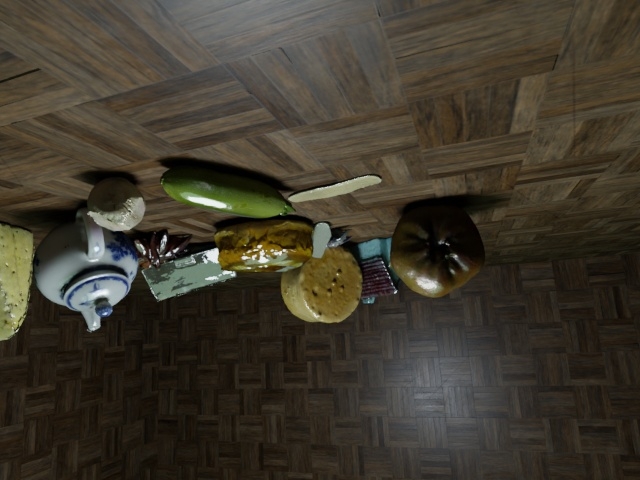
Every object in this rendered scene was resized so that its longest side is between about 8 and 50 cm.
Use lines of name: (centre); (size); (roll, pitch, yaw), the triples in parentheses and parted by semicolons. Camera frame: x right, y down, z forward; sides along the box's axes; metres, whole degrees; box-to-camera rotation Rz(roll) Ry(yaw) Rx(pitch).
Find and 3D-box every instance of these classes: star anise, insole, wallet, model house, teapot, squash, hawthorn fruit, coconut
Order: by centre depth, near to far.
coconut: (-0.424, -0.070, 0.899); (0.110, 0.110, 0.124); (-1, 165, -12)
squash: (-0.170, -0.096, 0.916); (0.340, 0.095, 0.094); (11, 162, -43)
insole: (0.031, -0.122, 1.037); (0.247, 0.011, 0.081); (-11, 166, 32)
teapot: (-0.613, 0.087, 1.148); (0.252, 0.280, 0.424); (-11, 143, -37)
hawthorn fruit: (0.340, 0.029, 1.276); (0.267, 0.268, 0.301); (-5, 178, 8)
star anise: (-0.547, 0.053, 1.426); (0.271, 0.103, 0.272); (-17, 160, -6)
insole: (0.000, 0.000, 1.445); (0.063, 0.010, 0.192); (10, 142, -4)
star anise: (0.023, -0.002, 1.519); (0.204, 0.061, 0.180); (-8, 168, 20)
wallet: (-0.486, 0.117, 1.609); (0.316, 0.169, 0.044); (-18, -148, -4)
model house: (0.262, 0.134, 1.806); (0.229, 0.249, 0.280); (3, 167, -34)

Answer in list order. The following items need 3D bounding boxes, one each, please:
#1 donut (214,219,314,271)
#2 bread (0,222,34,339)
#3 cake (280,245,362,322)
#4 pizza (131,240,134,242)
donut: (-0.181, 0.029, 1.368); (0.329, 0.160, 0.330); (-2, 161, -1)
bread: (-0.956, 0.101, 1.157); (0.248, 0.316, 0.279); (-5, 159, 1)
cake: (-0.039, 0.172, 1.760); (0.332, 0.333, 0.321); (4, 173, -35)
pizza: (-0.656, 0.028, 1.499); (0.134, 0.046, 0.175); (-11, 167, 26)
